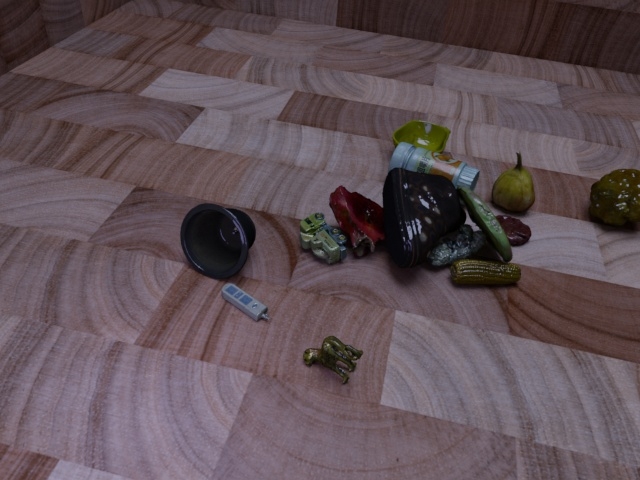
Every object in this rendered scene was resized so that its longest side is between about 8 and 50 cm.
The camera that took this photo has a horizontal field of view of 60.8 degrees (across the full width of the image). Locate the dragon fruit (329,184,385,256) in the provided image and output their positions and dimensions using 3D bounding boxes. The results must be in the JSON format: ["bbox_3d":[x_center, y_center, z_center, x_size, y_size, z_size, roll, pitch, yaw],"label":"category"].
[{"bbox_3d":[0.123,-0.043,1.804,0.262,0.134,0.211,26,45,-34],"label":"dragon fruit"}]

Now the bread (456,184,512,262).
[{"bbox_3d":[0.536,-0.058,1.776,0.045,0.301,0.301,-32,44,8],"label":"bread"}]

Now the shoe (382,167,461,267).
[{"bbox_3d":[0.334,-0.069,1.751,0.237,0.171,0.384,6,48,-8],"label":"shoe"}]

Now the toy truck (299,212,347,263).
[{"bbox_3d":[0.000,0.000,1.778,0.116,0.085,0.191,-25,51,-25],"label":"toy truck"}]

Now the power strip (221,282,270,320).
[{"bbox_3d":[-0.217,0.180,1.577,0.191,0.030,0.047,29,46,26],"label":"power strip"}]

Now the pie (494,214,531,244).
[{"bbox_3d":[0.673,-0.038,1.941,0.154,0.038,0.153,3,37,-3],"label":"pie"}]

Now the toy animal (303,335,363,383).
[{"bbox_3d":[0.029,0.287,1.378,0.136,0.181,0.073,30,63,9],"label":"toy animal"}]

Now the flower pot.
[{"bbox_3d":[-0.293,-0.015,1.683,0.235,0.235,0.148,20,24,17],"label":"flower pot"}]

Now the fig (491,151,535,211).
[{"bbox_3d":[0.715,-0.223,2.005,0.159,0.257,0.159,-7,46,7],"label":"fig"}]

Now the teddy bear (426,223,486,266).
[{"bbox_3d":[0.434,0.038,1.785,0.213,0.111,0.133,-28,23,-2],"label":"teddy bear"}]

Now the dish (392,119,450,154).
[{"bbox_3d":[0.417,-0.396,2.278,0.221,0.108,0.262,23,44,19],"label":"dish"}]

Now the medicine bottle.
[{"bbox_3d":[0.431,-0.253,2.072,0.318,0.158,0.158,23,43,20],"label":"medicine bottle"}]

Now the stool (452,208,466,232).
[{"bbox_3d":[0.445,-0.100,1.928,0.135,0.134,0.110,39,20,-33],"label":"stool"}]

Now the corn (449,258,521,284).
[{"bbox_3d":[0.524,0.100,1.722,0.231,0.080,0.080,1,40,-7],"label":"corn"}]

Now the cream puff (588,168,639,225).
[{"bbox_3d":[1.123,-0.156,2.009,0.196,0.244,0.244,26,27,-35],"label":"cream puff"}]
